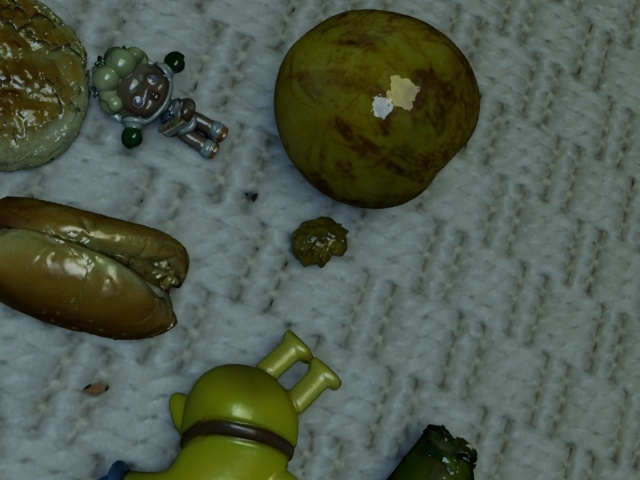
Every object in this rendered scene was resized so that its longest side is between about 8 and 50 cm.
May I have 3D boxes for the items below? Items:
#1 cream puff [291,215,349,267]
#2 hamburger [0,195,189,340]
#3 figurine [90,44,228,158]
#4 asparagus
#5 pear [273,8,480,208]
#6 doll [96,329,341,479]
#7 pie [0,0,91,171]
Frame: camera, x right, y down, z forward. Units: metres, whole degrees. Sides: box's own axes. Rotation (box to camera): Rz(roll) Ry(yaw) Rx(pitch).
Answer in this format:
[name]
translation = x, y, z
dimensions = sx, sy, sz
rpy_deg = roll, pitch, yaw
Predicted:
[cream puff]
translation = 0.000, 0.000, 1.030
dimensions = 0.083, 0.058, 0.083
rpy_deg = 11, 75, -18
[hamburger]
translation = -0.289, 0.033, 0.855
dimensions = 0.283, 0.156, 0.144
rpy_deg = 18, 75, -20
[figurine]
translation = -0.215, -0.182, 0.957
dimensions = 0.197, 0.093, 0.147
rpy_deg = 29, 82, -16
[asparagus]
translation = 0.077, 0.421, 0.958
dimensions = 0.108, 0.128, 0.382
rpy_deg = 34, 66, 26
[pear]
translation = 0.070, -0.180, 0.979
dimensions = 0.281, 0.281, 0.280
rpy_deg = 4, 79, -21
[doll]
translation = -0.130, 0.265, 0.879
dimensions = 0.363, 0.145, 0.199
rpy_deg = -41, 62, -20
[pie]
translation = -0.425, -0.207, 0.898
dimensions = 0.274, 0.055, 0.274
rpy_deg = 6, 77, -26
